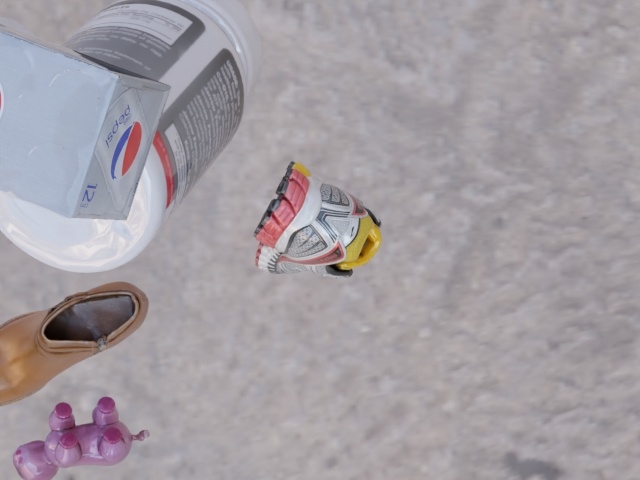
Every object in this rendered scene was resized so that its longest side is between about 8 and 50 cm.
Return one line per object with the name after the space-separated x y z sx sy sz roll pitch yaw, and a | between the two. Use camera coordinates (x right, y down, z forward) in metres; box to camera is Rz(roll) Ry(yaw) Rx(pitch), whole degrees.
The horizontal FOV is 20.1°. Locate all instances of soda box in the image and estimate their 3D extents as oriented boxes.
-0.249 -0.103 1.158 0.286 0.091 0.098 20 96 16 | soda box

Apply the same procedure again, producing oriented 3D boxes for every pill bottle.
-0.157 -0.107 1.500 0.161 0.283 0.161 9 120 15 | pill bottle

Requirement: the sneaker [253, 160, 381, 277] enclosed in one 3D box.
0.000 0.000 1.492 0.092 0.225 0.088 27 88 2 | sneaker

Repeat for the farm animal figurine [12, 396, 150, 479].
-0.307 0.253 1.528 0.330 0.327 0.172 37 145 19 | farm animal figurine

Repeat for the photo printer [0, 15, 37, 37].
-0.398 -0.065 1.518 0.107 0.256 0.307 48 115 32 | photo printer

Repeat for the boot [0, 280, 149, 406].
-0.249 0.092 1.643 0.197 0.152 0.073 -31 92 -7 | boot
